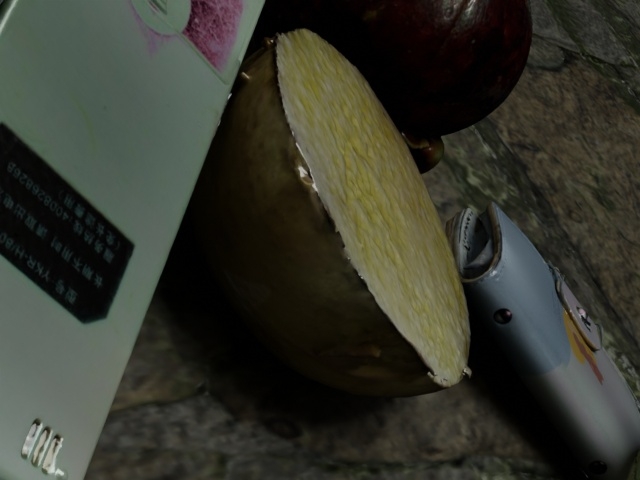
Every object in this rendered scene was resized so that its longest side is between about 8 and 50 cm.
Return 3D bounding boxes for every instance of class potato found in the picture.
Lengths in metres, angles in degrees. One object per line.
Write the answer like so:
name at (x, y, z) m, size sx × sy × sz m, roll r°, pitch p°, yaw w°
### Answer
potato at (0.000, 0.000, 0.818) m, size 0.239 × 0.116 × 0.299 m, roll 62°, pitch 16°, yaw 5°

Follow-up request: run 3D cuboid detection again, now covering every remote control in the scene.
remote control at (-0.118, -0.051, 0.618) m, size 0.145 × 0.050 × 0.344 m, roll 48°, pitch 45°, yaw -36°

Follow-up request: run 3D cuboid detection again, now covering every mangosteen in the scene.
mangosteen at (0.045, -0.155, 1.001) m, size 0.216 × 0.216 × 0.216 m, roll 37°, pitch 30°, yaw -25°

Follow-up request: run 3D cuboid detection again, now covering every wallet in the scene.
wallet at (0.173, 0.085, 1.021) m, size 0.231 × 0.069 × 0.170 m, roll 54°, pitch 21°, yaw -14°

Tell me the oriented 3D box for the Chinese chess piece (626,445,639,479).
Chinese chess piece at (0.352, 0.259, 0.931) m, size 0.349 × 0.146 × 0.349 m, roll 44°, pitch 30°, yaw -33°
